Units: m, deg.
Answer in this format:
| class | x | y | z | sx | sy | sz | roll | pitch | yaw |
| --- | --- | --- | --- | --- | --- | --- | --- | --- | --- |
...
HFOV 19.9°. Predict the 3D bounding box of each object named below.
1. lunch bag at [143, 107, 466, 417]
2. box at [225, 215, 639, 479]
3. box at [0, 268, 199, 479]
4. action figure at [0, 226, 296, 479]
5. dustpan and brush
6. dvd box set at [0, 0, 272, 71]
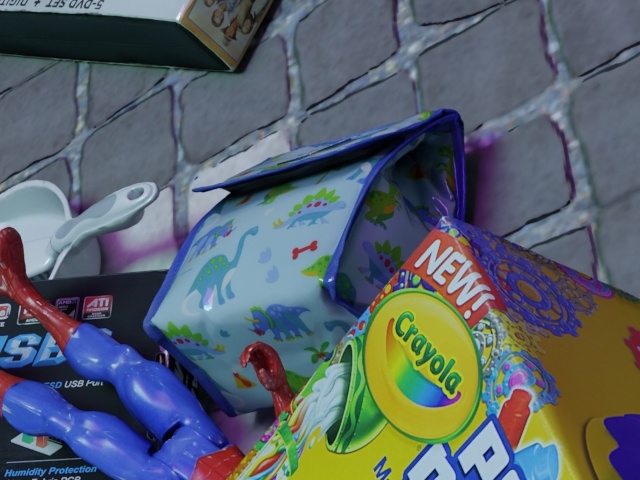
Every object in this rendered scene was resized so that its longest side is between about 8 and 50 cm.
| class | x | y | z | sx | sy | sz | roll | pitch | yaw |
| --- | --- | --- | --- | --- | --- | --- | --- | --- | --- |
| lunch bag | 0.000 | 0.000 | 0.919 | 0.129 | 0.096 | 0.151 | -13 | 38 | 38 |
| box | 0.065 | 0.204 | 0.576 | 0.279 | 0.177 | 0.290 | -52 | 35 | 23 |
| box | -0.216 | 0.160 | 0.921 | 0.295 | 0.073 | 0.293 | -5 | 52 | 10 |
| action figure | -0.071 | 0.080 | 0.828 | 0.280 | 0.139 | 0.091 | 36 | 62 | 19 |
| dustpan and brush | -0.160 | 0.011 | 1.073 | 0.211 | 0.060 | 0.147 | -18 | 50 | 32 |
| dvd box set | -0.080 | -0.310 | 1.247 | 0.307 | 0.062 | 0.420 | 11 | 67 | 47 |
